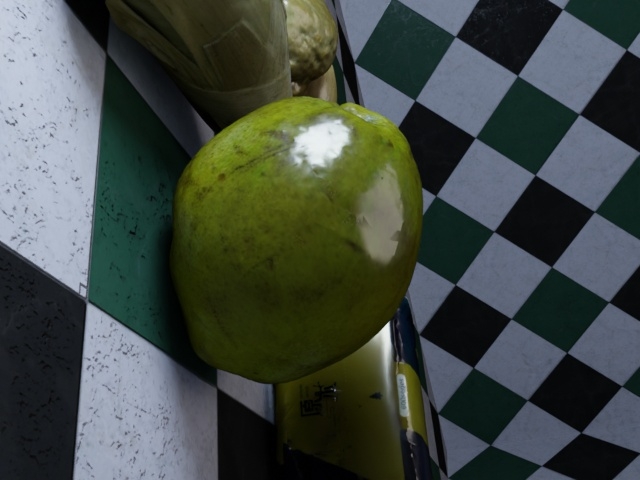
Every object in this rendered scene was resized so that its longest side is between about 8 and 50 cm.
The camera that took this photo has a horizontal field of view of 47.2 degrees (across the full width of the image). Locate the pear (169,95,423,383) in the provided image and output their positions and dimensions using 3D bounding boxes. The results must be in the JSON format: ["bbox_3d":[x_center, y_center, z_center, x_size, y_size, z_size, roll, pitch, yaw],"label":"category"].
[{"bbox_3d":[-0.029,-0.002,1.009,0.413,0.352,0.352,-67,168,3],"label":"pear"}]

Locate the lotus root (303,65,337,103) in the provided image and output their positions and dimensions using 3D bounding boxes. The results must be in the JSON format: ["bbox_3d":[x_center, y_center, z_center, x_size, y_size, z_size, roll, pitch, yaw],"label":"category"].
[{"bbox_3d":[-0.052,-0.313,1.637,0.183,0.183,0.310,55,27,-62],"label":"lotus root"}]

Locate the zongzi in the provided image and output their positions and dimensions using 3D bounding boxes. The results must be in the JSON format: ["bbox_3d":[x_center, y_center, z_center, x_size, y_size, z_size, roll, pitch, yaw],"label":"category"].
[{"bbox_3d":[-0.139,-0.250,0.990,0.500,0.218,0.467,-47,116,-79],"label":"zongzi"}]

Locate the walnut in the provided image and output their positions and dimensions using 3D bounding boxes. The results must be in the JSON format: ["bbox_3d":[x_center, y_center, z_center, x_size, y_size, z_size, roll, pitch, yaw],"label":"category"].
[{"bbox_3d":[-0.092,-0.408,1.439,0.283,0.227,0.283,52,25,-37],"label":"walnut"}]

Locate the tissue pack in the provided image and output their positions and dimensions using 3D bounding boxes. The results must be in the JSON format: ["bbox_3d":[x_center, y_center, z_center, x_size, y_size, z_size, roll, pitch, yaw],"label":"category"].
[{"bbox_3d":[0.061,0.331,1.356,0.253,0.264,0.416,67,18,-58],"label":"tissue pack"}]
